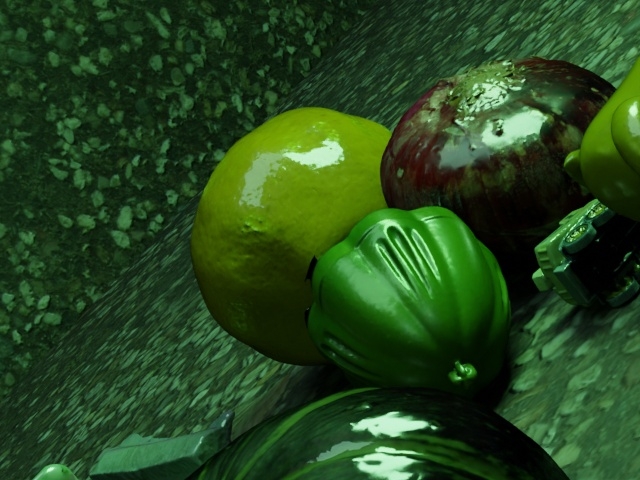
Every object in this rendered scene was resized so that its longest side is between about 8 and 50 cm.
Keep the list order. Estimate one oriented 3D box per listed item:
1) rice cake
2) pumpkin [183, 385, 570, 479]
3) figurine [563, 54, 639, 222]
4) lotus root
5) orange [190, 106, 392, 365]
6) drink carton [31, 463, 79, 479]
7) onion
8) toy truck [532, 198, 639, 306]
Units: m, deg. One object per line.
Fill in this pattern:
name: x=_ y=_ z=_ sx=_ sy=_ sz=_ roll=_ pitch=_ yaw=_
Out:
rice cake: x=-0.177 y=0.247 z=1.861 sx=0.290 sy=0.051 sz=0.081 roll=-21 pitch=32 yaw=55
pumpkin: x=0.008 y=0.229 z=0.869 sx=0.323 sy=0.241 sz=0.323 roll=-41 pitch=10 yaw=8
figurine: x=0.311 y=-0.066 z=1.193 sx=0.218 sy=0.169 sz=0.327 roll=-58 pitch=12 yaw=-6
lotus root: x=0.093 y=0.081 z=1.397 sx=0.186 sy=0.186 sz=0.186 roll=-39 pitch=12 yaw=10
orange: x=0.000 y=0.000 z=1.714 sx=0.235 sy=0.279 sz=0.279 roll=23 pitch=59 yaw=41
drink carton: x=-0.238 y=0.318 z=1.618 sx=0.146 sy=0.144 sz=0.142 roll=-48 pitch=23 yaw=-28
onion: x=0.183 y=-0.073 z=1.564 sx=0.246 sy=0.190 sz=0.246 roll=-20 pitch=33 yaw=13
toy truck: x=0.250 y=-0.013 z=1.399 sx=0.169 sy=0.077 sz=0.100 roll=-47 pitch=15 yaw=-24
